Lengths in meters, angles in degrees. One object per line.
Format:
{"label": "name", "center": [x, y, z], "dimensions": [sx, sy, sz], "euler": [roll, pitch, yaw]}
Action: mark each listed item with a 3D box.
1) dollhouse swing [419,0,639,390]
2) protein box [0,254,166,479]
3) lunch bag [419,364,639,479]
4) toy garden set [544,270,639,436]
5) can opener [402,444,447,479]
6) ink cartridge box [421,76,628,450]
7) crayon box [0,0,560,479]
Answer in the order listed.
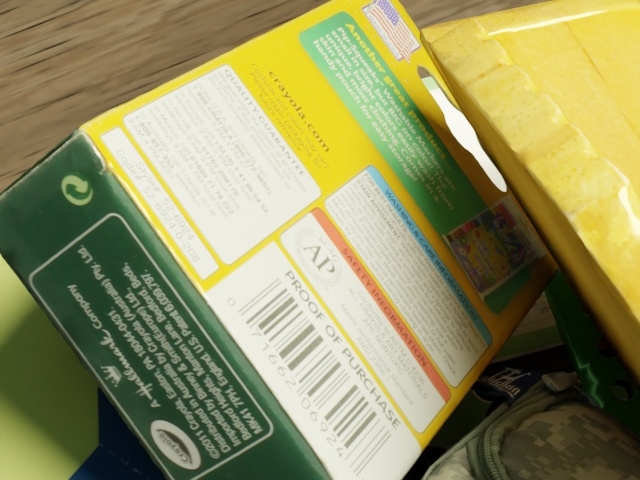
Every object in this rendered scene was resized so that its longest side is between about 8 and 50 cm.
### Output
{"label": "dollhouse swing", "center": [0.274, -0.014, 0.666], "dimensions": [0.305, 0.315, 0.347], "euler": [-32, 26, 6]}
{"label": "protein box", "center": [-0.096, 0.126, 0.812], "dimensions": [0.136, 0.201, 0.200], "euler": [-10, 56, 2]}
{"label": "lunch bag", "center": [0.139, 0.226, 0.713], "dimensions": [0.305, 0.212, 0.256], "euler": [38, 50, 21]}
{"label": "toy garden set", "center": [0.248, -0.003, 0.916], "dimensions": [0.244, 0.049, 0.204], "euler": [-16, 74, -7]}
{"label": "can opener", "center": [0.026, 0.117, 0.893], "dimensions": [0.073, 0.059, 0.186], "euler": [2, 49, -46]}
{"label": "ink cartridge box", "center": [0.108, 0.006, 0.958], "dimensions": [0.171, 0.056, 0.235], "euler": [-15, 80, -2]}
{"label": "crayon box", "center": [0.000, 0.000, 0.760], "dimensions": [0.203, 0.083, 0.323], "euler": [54, 33, -2]}
